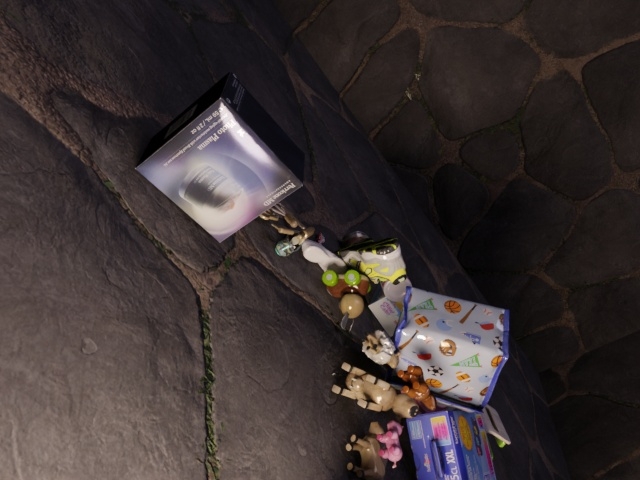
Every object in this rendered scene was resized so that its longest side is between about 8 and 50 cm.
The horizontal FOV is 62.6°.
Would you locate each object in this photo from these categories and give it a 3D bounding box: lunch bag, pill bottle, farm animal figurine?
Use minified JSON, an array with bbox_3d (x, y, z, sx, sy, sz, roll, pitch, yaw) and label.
[{"bbox_3d":[0.376,0.375,1.637,0.239,0.328,0.385,-64,164,-46],"label":"lunch bag"},{"bbox_3d":[0.277,0.145,2.004,0.108,0.108,0.180,49,12,-21],"label":"pill bottle"},{"bbox_3d":[0.169,0.458,1.447,0.172,0.330,0.327,31,6,-43],"label":"farm animal figurine"}]

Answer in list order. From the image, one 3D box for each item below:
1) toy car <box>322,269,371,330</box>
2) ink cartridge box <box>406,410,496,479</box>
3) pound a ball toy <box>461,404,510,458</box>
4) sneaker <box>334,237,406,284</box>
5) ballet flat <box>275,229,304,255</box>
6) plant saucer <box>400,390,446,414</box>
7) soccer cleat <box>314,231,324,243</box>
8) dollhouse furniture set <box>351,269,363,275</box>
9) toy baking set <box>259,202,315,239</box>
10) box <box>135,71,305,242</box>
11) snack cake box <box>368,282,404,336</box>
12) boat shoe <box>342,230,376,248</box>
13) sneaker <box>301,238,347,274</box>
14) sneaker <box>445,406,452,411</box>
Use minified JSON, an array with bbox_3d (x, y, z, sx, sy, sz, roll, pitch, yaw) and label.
[{"bbox_3d":[0.086,0.206,1.751,0.155,0.149,0.188,39,51,-62],"label":"toy car"},{"bbox_3d":[0.412,0.685,1.676,0.395,0.151,0.269,22,53,-52],"label":"ink cartridge box"},{"bbox_3d":[0.597,0.768,2.029,0.136,0.208,0.319,32,11,2],"label":"pound a ball toy"},{"bbox_3d":[0.165,0.078,1.828,0.147,0.145,0.385,68,-16,-9],"label":"sneaker"},{"bbox_3d":[-0.084,0.002,1.703,0.070,0.070,0.188,55,22,-8],"label":"ballet flat"},{"bbox_3d":[0.400,0.478,1.918,0.332,0.084,0.332,22,60,-46],"label":"plant saucer"},{"bbox_3d":[0.000,0.000,1.924,0.035,0.029,0.083,45,21,-19],"label":"soccer cleat"},{"bbox_3d":[0.218,0.097,1.967,0.101,0.182,0.160,30,70,-34],"label":"dollhouse furniture set"},{"bbox_3d":[-0.105,-0.072,1.703,0.197,0.030,0.256,35,17,11],"label":"toy baking set"},{"bbox_3d":[-0.241,-0.201,1.338,0.294,0.296,0.182,44,25,-29],"label":"box"},{"bbox_3d":[0.291,0.253,2.114,0.152,0.089,0.264,56,23,-6],"label":"snack cake box"},{"bbox_3d":[0.211,0.072,2.165,0.324,0.123,0.116,24,43,-39],"label":"boat shoe"},{"bbox_3d":[0.012,0.054,1.832,0.212,0.080,0.094,40,13,-37],"label":"sneaker"},{"bbox_3d":[0.519,0.604,2.140,0.161,0.102,0.282,59,14,21],"label":"sneaker"}]
